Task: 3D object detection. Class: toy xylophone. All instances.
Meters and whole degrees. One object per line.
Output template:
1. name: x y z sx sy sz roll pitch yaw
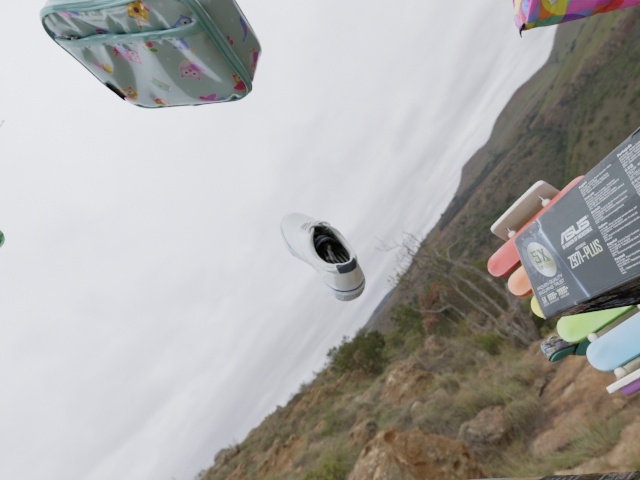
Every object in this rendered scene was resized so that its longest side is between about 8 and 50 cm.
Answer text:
1. toy xylophone: 0.392 0.032 0.574 0.081 0.323 0.236 17 -62 -29

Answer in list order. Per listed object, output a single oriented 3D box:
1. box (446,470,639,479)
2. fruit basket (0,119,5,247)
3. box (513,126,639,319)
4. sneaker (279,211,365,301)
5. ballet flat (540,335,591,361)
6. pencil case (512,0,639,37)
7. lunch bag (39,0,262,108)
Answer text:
1. box: 0.128 0.296 0.336 0.289 0.169 0.087 -27 -31 36
2. fruit basket: -0.556 0.003 0.539 0.327 0.353 0.165 -47 -46 8
3. box: 0.255 -0.013 0.286 0.147 0.078 0.180 -8 -24 -6
4. sneaker: 0.000 0.000 0.762 0.094 0.258 0.091 -25 -48 -22
5. ballet flat: 0.406 0.168 0.669 0.114 0.041 0.041 -4 -36 -19
6. pencil case: 0.413 -0.388 0.620 0.104 0.236 0.105 -8 -90 -77
7. lunch bag: -0.249 -0.301 0.611 0.224 0.278 0.108 43 -128 -65
